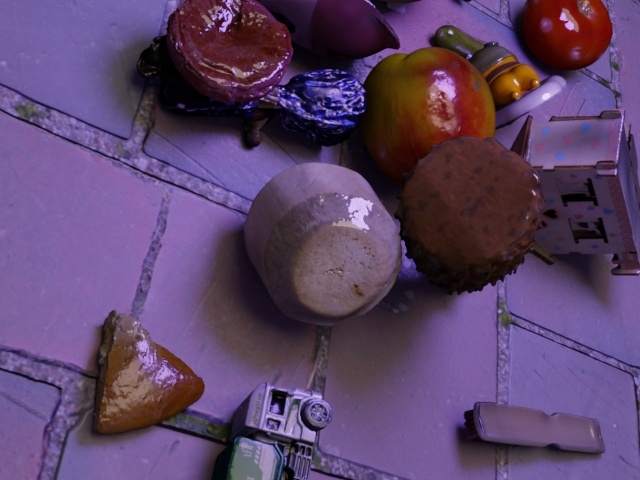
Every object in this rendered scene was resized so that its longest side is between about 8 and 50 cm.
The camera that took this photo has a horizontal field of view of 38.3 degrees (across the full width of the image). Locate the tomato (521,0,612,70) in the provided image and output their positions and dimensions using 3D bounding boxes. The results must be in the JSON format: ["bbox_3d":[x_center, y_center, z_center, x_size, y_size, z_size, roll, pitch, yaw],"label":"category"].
[{"bbox_3d":[0.493,-0.433,1.866,0.195,0.136,0.195,15,59,-26],"label":"tomato"}]

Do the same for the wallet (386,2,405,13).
[{"bbox_3d":[0.139,-0.460,1.707,0.044,0.011,0.083,18,57,-28],"label":"wallet"}]

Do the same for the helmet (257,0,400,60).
[{"bbox_3d":[-0.003,-0.372,1.470,0.253,0.154,0.198,53,10,-13],"label":"helmet"}]

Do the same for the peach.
[{"bbox_3d":[0.168,-0.193,1.458,0.231,0.231,0.231,16,59,-29],"label":"peach"}]

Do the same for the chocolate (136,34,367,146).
[{"bbox_3d":[-0.100,-0.211,1.345,0.343,0.126,0.148,7,103,-29],"label":"chocolate"}]

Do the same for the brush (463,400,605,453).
[{"bbox_3d":[0.339,0.299,1.445,0.321,0.050,0.060,15,56,-38],"label":"brush"}]

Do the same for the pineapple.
[{"bbox_3d":[0.210,-0.010,1.330,0.202,0.362,0.202,-2,75,7],"label":"pineapple"}]

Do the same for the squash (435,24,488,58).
[{"bbox_3d":[0.287,-0.362,1.738,0.183,0.052,0.052,13,60,-32],"label":"squash"}]

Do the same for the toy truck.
[{"bbox_3d":[-0.066,0.299,1.110,0.124,0.114,0.253,18,57,-15],"label":"toy truck"}]

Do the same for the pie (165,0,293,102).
[{"bbox_3d":[-0.126,-0.271,1.274,0.182,0.049,0.182,8,63,-17],"label":"pie"}]

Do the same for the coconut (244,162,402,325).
[{"bbox_3d":[0.000,0.000,1.256,0.202,0.202,0.222,26,15,-23],"label":"coconut"}]

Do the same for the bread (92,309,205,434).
[{"bbox_3d":[-0.225,0.174,1.096,0.154,0.054,0.136,42,53,-8],"label":"bread"}]

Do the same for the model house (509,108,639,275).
[{"bbox_3d":[0.423,-0.085,1.601,0.326,0.244,0.169,57,39,-46],"label":"model house"}]

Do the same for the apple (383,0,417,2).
[{"bbox_3d":[0.148,-0.545,1.599,0.262,0.262,0.262,16,59,-29],"label":"apple"}]

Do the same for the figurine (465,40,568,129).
[{"bbox_3d":[0.330,-0.289,1.621,0.166,0.250,0.141,-31,94,-2],"label":"figurine"}]
